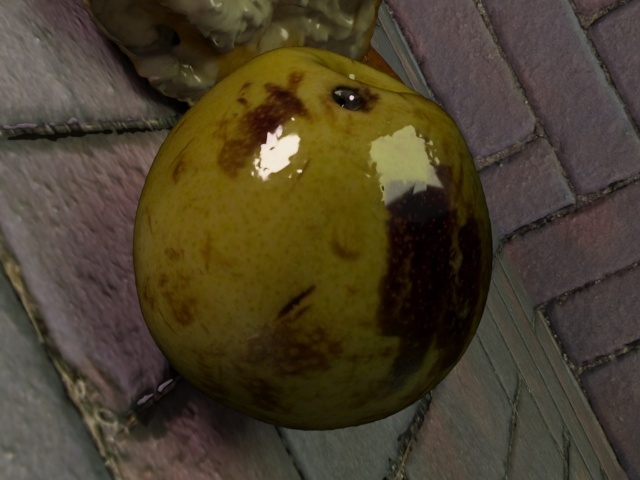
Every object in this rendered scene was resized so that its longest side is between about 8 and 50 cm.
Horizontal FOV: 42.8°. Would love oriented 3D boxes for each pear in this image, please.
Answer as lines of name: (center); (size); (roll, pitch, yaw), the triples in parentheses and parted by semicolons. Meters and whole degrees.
pear: (0.000, 0.000, 0.610); (0.283, 0.283, 0.284); (51, 23, -32)

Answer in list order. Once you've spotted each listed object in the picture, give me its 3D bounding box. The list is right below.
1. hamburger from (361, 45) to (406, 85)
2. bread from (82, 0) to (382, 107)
hamburger: (0.027, -0.172, 1.067); (0.244, 0.163, 0.244); (49, 24, -30)
bread: (-0.105, -0.353, 0.827); (0.361, 0.250, 0.394); (21, 45, -64)
